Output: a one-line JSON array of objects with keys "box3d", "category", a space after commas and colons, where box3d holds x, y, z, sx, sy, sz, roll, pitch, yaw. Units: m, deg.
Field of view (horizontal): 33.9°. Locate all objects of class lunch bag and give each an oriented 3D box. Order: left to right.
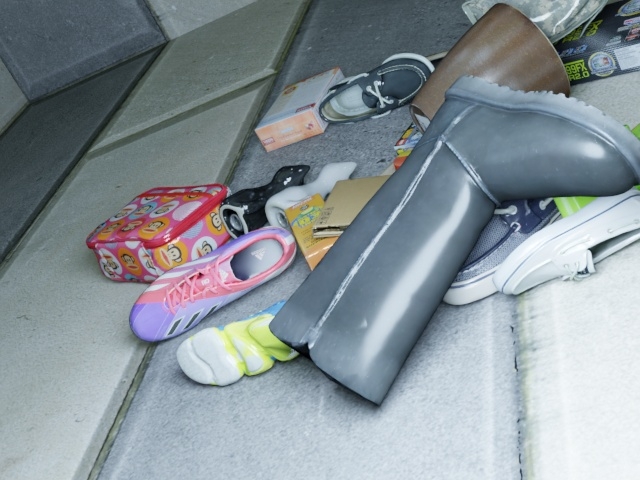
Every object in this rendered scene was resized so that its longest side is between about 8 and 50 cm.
[{"box3d": [-0.303, -0.026, 2.121, 0.293, 0.120, 0.258, 0, 33, 45], "category": "lunch bag"}, {"box3d": [0.450, -0.477, 1.971, 0.287, 0.169, 0.235, -16, 26, 37], "category": "lunch bag"}]

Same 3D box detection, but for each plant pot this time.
[{"box3d": [0.277, -0.260, 1.837, 0.230, 0.215, 0.215, -37, 25, -6], "category": "plant pot"}]

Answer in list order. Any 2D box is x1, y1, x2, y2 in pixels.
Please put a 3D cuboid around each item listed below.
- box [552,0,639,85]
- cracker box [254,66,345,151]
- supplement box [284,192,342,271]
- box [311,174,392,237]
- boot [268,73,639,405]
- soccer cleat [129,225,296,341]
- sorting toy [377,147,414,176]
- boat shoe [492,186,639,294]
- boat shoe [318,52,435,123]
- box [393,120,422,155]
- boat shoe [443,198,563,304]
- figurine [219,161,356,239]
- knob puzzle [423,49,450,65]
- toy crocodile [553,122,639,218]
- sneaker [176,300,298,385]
[{"box3d": [0.516, -0.371, 1.966, 0.270, 0.060, 0.216, -8, 32, 39], "category": "box"}, {"box3d": [-0.039, -0.305, 2.431, 0.156, 0.067, 0.232, -16, 26, 29], "category": "cracker box"}, {"box3d": [0.000, 0.000, 1.776, 0.078, 0.080, 0.233, -27, 22, -1], "category": "supplement box"}, {"box3d": [0.086, -0.061, 1.735, 0.164, 0.021, 0.201, -5, 24, 16], "category": "box"}, {"box3d": [0.165, 0.016, 1.342, 0.445, 0.146, 0.367, -51, 30, -6], "category": "boot"}, {"box3d": [-0.185, 0.070, 1.771, 0.318, 0.108, 0.116, -29, -1, -3], "category": "soccer cleat"}, {"box3d": [0.162, -0.112, 1.867, 0.193, 0.038, 0.208, -43, 28, -29], "category": "sorting toy"}, {"box3d": [0.335, 0.013, 1.383, 0.226, 0.083, 0.075, -37, 61, 12], "category": "boat shoe"}, {"box3d": [0.118, -0.311, 2.232, 0.302, 0.114, 0.091, -18, 23, 51], "category": "boat shoe"}, {"box3d": [0.210, -0.213, 2.027, 0.094, 0.027, 0.137, -7, 32, 37], "category": "box"}, {"box3d": [0.270, -0.065, 1.509, 0.340, 0.158, 0.127, -40, 26, -24], "category": "boat shoe"}, {"box3d": [-0.054, -0.091, 2.011, 0.215, 0.092, 0.209, -1, 32, 45], "category": "figurine"}, {"box3d": [0.218, -0.390, 2.339, 0.213, 0.030, 0.213, -16, 8, 2], "category": "knob puzzle"}, {"box3d": [0.464, -0.130, 1.488, 0.341, 0.115, 0.105, -33, 5, -15], "category": "toy crocodile"}, {"box3d": [-0.101, 0.153, 1.602, 0.240, 0.091, 0.126, -13, 10, 32], "category": "sneaker"}]
